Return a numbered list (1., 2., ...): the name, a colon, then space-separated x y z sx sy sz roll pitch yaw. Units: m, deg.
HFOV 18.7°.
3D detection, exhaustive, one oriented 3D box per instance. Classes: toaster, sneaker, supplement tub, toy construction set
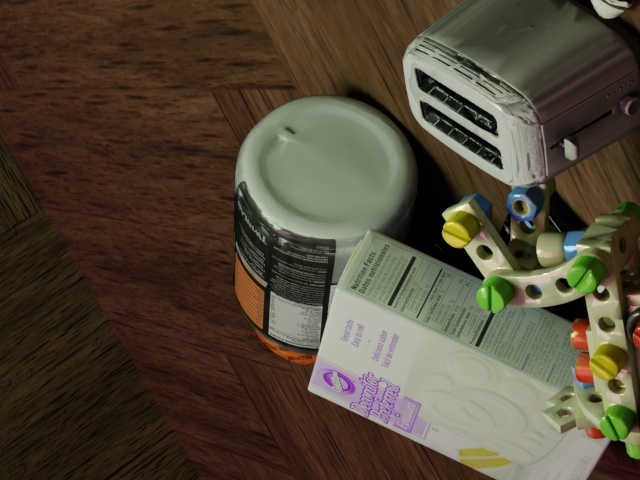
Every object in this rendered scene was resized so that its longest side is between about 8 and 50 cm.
1. toaster: 0.178 -0.150 1.778 0.227 0.146 0.129 38 152 37
2. sneaker: 0.243 -0.234 1.686 0.083 0.032 0.037 53 145 -10
3. supplement tub: 0.000 0.000 2.288 0.207 0.207 0.338 46 157 20
4. toy construction set: 0.251 0.089 1.816 0.215 0.151 0.327 4 137 31

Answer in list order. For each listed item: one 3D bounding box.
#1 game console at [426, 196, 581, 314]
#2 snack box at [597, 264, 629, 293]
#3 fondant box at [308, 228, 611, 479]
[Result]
1. game console: 0.210 0.044 2.141 0.213 0.044 0.361 48 157 16
2. snack box: 0.406 0.140 1.850 0.322 0.060 0.187 27 145 50
3. fondant box: 0.165 0.147 2.131 0.330 0.096 0.238 26 148 7
